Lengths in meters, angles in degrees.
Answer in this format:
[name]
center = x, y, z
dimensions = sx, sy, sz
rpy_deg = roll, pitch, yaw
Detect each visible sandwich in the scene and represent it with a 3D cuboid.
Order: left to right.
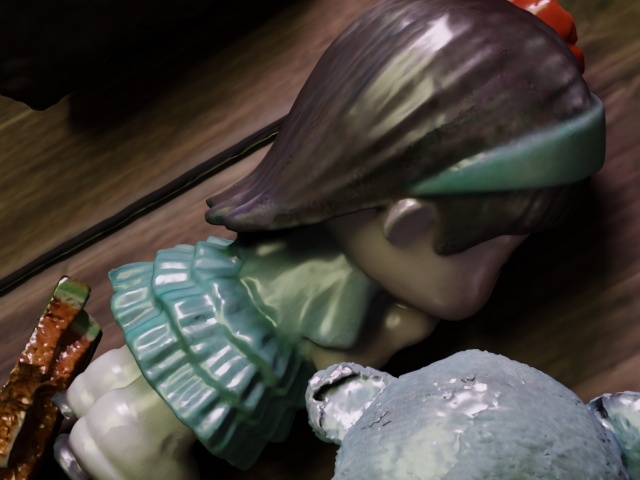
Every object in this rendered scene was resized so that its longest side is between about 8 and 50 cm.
[sandwich]
center = -0.122, 0.078, 0.763
dimensions = 0.135, 0.029, 0.067
rpy_deg = -65, 6, 0

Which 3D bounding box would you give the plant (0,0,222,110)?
[plant]
center = -0.078, -0.227, 0.862
dimensions = 0.312, 0.215, 0.213
rpy_deg = -32, 40, 10

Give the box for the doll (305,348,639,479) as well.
[doll]
center = 0.047, 0.124, 0.597
dimensions = 0.120, 0.075, 0.179
rpy_deg = 6, 78, -1

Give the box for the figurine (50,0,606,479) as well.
[figurine]
center = 0.000, 0.000, 0.700
dimensions = 0.245, 0.110, 0.138
rpy_deg = -42, 23, 13
